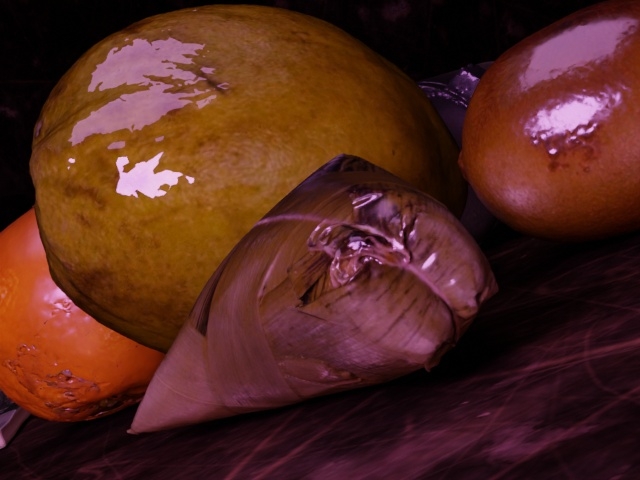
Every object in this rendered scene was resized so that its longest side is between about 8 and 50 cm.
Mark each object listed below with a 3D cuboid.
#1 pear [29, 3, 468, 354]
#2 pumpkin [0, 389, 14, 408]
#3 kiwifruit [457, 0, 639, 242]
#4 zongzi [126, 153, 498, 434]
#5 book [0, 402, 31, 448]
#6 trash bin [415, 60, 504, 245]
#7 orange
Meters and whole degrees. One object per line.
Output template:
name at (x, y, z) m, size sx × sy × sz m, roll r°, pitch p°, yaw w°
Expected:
pear at (-0.071, -0.048, 1.185) m, size 0.413 × 0.352 × 0.352 m, roll -3°, pitch -7°, yaw -27°
pumpkin at (-0.470, 0.184, 1.912) m, size 0.190 × 0.146 × 0.190 m, roll -26°, pitch 26°, yaw 14°
kiwifruit at (0.227, -0.094, 1.068) m, size 0.234 × 0.196 × 0.196 m, roll -20°, pitch 4°, yaw 13°
zongzi at (-0.028, 0.076, 0.894) m, size 0.300 × 0.145 × 0.274 m, roll -41°, pitch 8°, yaw 2°
book at (-0.475, 0.268, 1.634) m, size 0.202 × 0.027 × 0.264 m, roll -25°, pitch 3°, yaw -4°
trash bin at (0.173, -0.106, 1.538) m, size 0.301 × 0.203 × 0.252 m, roll -27°, pitch -32°, yaw -61°
orange at (-0.254, 0.069, 1.388) m, size 0.246 × 0.246 × 0.246 m, roll -24°, pitch 3°, yaw 1°
